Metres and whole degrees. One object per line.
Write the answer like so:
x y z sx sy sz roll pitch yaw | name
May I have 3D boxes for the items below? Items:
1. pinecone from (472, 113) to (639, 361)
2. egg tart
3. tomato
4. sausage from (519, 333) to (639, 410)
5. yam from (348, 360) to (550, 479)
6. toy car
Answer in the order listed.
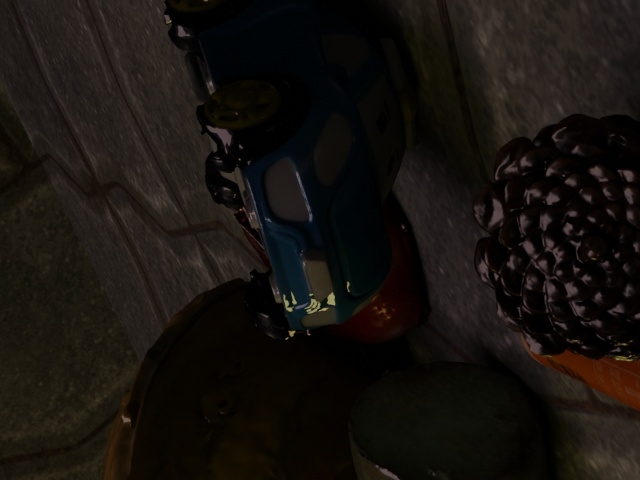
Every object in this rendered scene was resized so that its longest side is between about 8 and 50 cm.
0.151 -0.002 0.834 0.140 0.140 0.121 60 -152 5 | pinecone
-0.020 0.245 1.414 0.178 0.443 0.443 -6 117 35 | egg tart
-0.004 0.000 1.370 0.228 0.101 0.228 50 159 27 | tomato
0.200 0.069 0.896 0.234 0.071 0.071 26 141 65 | sausage
0.116 0.227 1.273 0.161 0.161 0.268 45 159 44 | yam
-0.009 -0.074 1.117 0.314 0.166 0.198 -111 4 -52 | toy car
